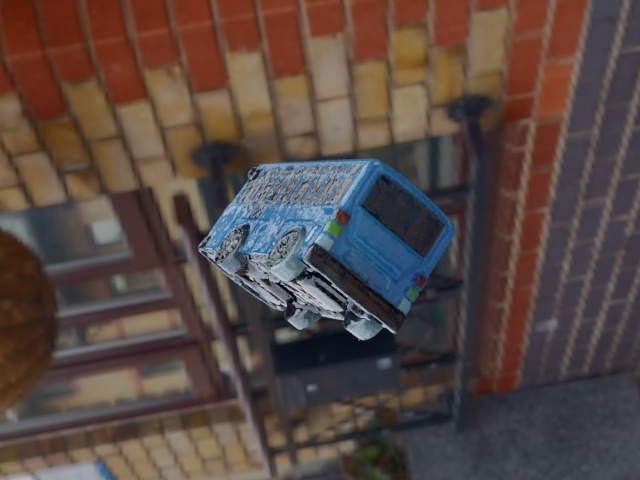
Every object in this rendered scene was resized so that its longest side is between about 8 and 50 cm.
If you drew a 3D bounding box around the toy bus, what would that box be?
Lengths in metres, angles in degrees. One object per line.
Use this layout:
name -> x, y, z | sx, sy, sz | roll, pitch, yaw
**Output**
toy bus -> 0.000, 0.000, 0.966 | 0.090, 0.106, 0.184 | 38, 165, -24
